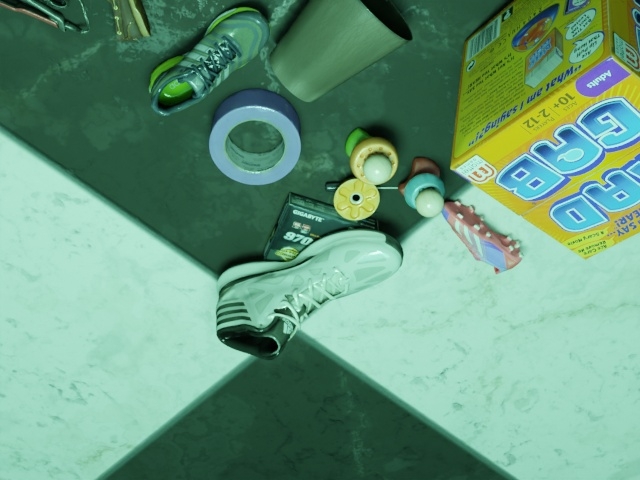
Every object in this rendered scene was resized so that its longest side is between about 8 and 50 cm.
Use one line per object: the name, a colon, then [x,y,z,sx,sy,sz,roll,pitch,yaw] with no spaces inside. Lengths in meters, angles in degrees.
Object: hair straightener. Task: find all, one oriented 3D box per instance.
hair straightener: [-0.541,-0.460,1.642,0.231,0.047,0.089,25,122,-19]

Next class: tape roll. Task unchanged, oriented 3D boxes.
tape roll: [-0.135,-0.215,1.816,0.189,0.080,0.188,-1,126,-2]

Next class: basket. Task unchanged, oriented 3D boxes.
basket: [0.023,-0.383,1.656,0.204,0.154,0.227,39,120,-25]

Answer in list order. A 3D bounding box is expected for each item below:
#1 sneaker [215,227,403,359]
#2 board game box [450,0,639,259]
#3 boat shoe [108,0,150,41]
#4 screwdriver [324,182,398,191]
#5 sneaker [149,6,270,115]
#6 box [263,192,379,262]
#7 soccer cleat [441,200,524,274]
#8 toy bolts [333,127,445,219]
sneaker: [-0.024,0.142,1.911,0.448,0.257,0.169,-17,127,13]
board game box: [0.497,-0.252,1.575,0.356,0.356,0.357,31,139,-22]
boat shoe: [-0.381,-0.467,1.625,0.073,0.073,0.206,-9,126,3]
screwdriver: [0.094,-0.119,1.931,0.170,0.024,0.025,-2,155,-2]
sneaker: [-0.217,-0.336,1.697,0.300,0.121,0.111,-35,120,22]
box: [0.000,0.000,1.997,0.220,0.051,0.175,17,125,-13]
soccer cleat: [0.358,-0.002,1.991,0.248,0.083,0.095,30,125,-25]
toy bolts: [0.149,-0.101,1.844,0.229,0.158,0.218,16,115,-14]
